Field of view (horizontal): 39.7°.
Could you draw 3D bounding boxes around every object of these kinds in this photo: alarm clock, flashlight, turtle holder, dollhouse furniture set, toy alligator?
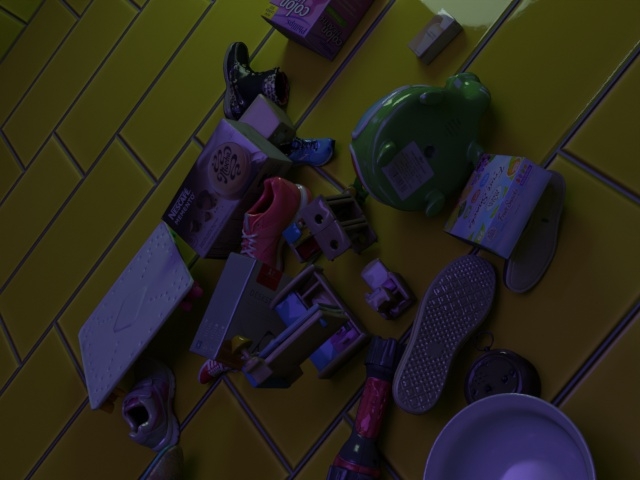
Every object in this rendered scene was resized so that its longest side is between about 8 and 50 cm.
[{"bbox_3d":[0.311,0.241,1.567,0.129,0.064,0.192,-34,47,23],"label":"alarm clock"},{"bbox_3d":[0.095,0.333,1.673,0.103,0.103,0.304,4,72,43],"label":"flashlight"},{"bbox_3d":[0.192,-0.220,1.787,0.227,0.243,0.320,31,99,62],"label":"turtle holder"},{"bbox_3d":[-0.023,0.120,1.712,0.286,0.303,0.198,-44,67,14],"label":"dollhouse furniture set"},{"bbox_3d":[0.000,0.000,1.889,0.184,0.129,0.129,-37,77,30],"label":"dollhouse furniture set"},{"bbox_3d":[0.051,-0.069,1.965,0.051,0.056,0.189,41,109,1],"label":"toy alligator"}]

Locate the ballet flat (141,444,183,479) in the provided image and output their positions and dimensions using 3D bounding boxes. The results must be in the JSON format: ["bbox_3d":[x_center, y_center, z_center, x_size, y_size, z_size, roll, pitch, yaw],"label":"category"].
[{"bbox_3d":[-0.377,0.615,1.942,0.123,0.123,0.348,37,93,45],"label":"ballet flat"}]

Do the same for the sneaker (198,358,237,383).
[{"bbox_3d":[-0.229,0.292,2.018,0.118,0.042,0.067,-52,42,4],"label":"sneaker"}]

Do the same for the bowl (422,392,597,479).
[{"bbox_3d":[0.322,0.403,1.418,0.298,0.134,0.297,-19,57,33],"label":"bowl"}]

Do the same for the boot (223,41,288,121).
[{"bbox_3d":[-0.165,-0.429,2.312,0.179,0.085,0.236,-12,67,34],"label":"boot"}]

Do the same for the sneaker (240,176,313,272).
[{"bbox_3d":[-0.143,-0.006,2.033,0.116,0.136,0.313,18,81,46],"label":"sneaker"}]

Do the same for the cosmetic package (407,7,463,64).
[{"bbox_3d":[0.257,-0.458,1.990,0.115,0.041,0.060,-46,46,12],"label":"cosmetic package"}]

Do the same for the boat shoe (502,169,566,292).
[{"bbox_3d":[0.386,-0.015,1.635,0.079,0.084,0.233,-2,69,71],"label":"boat shoe"}]

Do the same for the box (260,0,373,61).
[{"bbox_3d":[0.004,-0.609,2.235,0.243,0.117,0.213,-55,45,4],"label":"box"}]

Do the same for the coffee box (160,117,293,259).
[{"bbox_3d":[-0.225,-0.119,2.113,0.168,0.119,0.297,42,108,23],"label":"coffee box"}]

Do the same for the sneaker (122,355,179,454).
[{"bbox_3d":[-0.407,0.374,2.079,0.103,0.111,0.252,-38,48,20],"label":"sneaker"}]

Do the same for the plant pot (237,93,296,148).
[{"bbox_3d":[-0.127,-0.277,2.191,0.109,0.109,0.096,-51,58,8],"label":"plant pot"}]

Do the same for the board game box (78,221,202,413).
[{"bbox_3d":[-0.454,0.181,2.198,0.390,0.050,0.390,-52,29,7],"label":"board game box"}]

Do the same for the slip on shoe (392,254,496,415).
[{"bbox_3d":[0.224,0.172,1.645,0.123,0.101,0.331,26,74,4],"label":"slip on shoe"}]

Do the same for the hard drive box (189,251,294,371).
[{"bbox_3d":[-0.153,0.167,1.920,0.089,0.181,0.232,13,78,44],"label":"hard drive box"}]

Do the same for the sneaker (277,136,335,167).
[{"bbox_3d":[-0.036,-0.213,2.093,0.162,0.073,0.063,-9,62,38],"label":"sneaker"}]

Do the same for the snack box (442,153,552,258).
[{"bbox_3d":[0.322,-0.069,1.638,0.174,0.070,0.207,-63,14,1],"label":"snack box"}]
